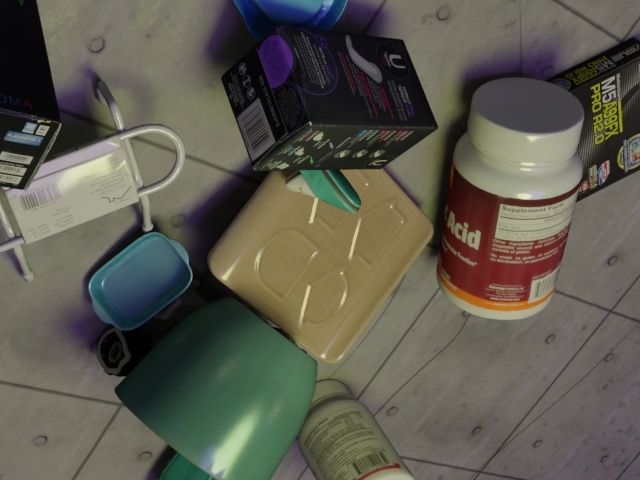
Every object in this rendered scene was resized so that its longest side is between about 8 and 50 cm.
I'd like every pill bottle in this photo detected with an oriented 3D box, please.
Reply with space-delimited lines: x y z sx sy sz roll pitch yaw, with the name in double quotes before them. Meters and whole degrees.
"pill bottle" 0.054 0.410 2.160 0.160 0.283 0.160 -15 131 -19
"pill bottle" 0.334 -0.072 1.978 0.224 0.224 0.392 -13 130 -21

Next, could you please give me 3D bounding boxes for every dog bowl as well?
"dog bowl" -0.080 -0.403 1.581 0.166 0.074 0.297 -39 135 3

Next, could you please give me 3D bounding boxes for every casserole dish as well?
"casserole dish" -0.288 0.064 1.819 0.188 0.037 0.114 -37 93 13

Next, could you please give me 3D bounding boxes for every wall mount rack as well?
"wall mount rack" -0.368 -0.062 1.659 0.350 0.130 0.304 -22 129 -13

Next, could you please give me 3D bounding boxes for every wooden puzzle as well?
"wooden puzzle" 0.000 0.000 1.906 0.322 0.080 0.348 -54 129 -7

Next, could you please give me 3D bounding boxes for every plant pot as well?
"plant pot" -0.144 0.234 1.811 0.235 0.293 0.293 -52 134 -4

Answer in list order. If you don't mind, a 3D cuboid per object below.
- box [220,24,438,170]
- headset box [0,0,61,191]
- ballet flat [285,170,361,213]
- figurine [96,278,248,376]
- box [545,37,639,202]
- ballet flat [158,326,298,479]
"box" 0.016 -0.205 1.664 0.270 0.165 0.143 -3 158 -43
"headset box" -0.469 -0.222 1.368 0.246 0.283 0.131 10 135 -34
"ballet flat" -0.035 -0.131 1.757 0.087 0.083 0.247 -33 94 15
"figurine" -0.243 0.161 1.940 0.215 0.092 0.209 -49 141 12
"box" 0.516 -0.214 2.082 0.216 0.060 0.270 -26 134 -9
"ballet flat" -0.141 0.331 2.101 0.182 0.164 0.483 -8 138 -53
